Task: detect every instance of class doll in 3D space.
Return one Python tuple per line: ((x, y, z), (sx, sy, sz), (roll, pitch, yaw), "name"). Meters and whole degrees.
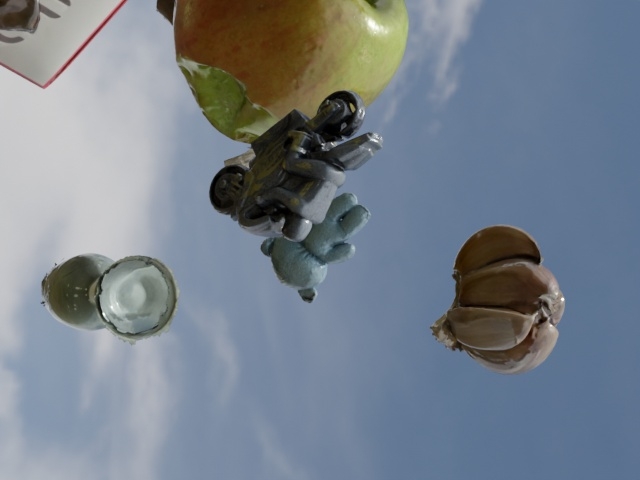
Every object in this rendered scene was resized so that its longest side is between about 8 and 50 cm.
((0.001, 0.000, 2.009), (0.180, 0.075, 0.120), (-43, -102, 14), "doll")

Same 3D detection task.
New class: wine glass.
((-0.355, 0.089, 2.200), (0.321, 0.143, 0.143), (0, -97, 58), "wine glass")

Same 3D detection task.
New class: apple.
((-0.040, -0.308, 1.960), (0.339, 0.339, 0.340), (-23, -117, 57), "apple")

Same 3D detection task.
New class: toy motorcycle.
((-0.024, -0.060, 1.311), (0.193, 0.061, 0.124), (-32, -123, 20), "toy motorcycle")

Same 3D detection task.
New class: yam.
((-0.242, -0.418, 2.506), (0.127, 0.084, 0.084), (48, -52, 24), "yam")

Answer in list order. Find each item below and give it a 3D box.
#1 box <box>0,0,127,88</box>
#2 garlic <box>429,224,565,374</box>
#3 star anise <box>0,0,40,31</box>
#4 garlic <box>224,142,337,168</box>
((-0.372, -0.419, 1.571), (0.300, 0.314, 0.312), (-44, -132, 16), "box")
((0.290, 0.096, 2.084), (0.191, 0.160, 0.214), (-4, -133, 27), "garlic")
((-0.368, -0.289, 1.206), (0.108, 0.315, 0.315), (-52, -145, 5), "star anise")
((-0.077, -0.145, 2.210), (0.127, 0.194, 0.131), (-14, -71, 59), "garlic")
